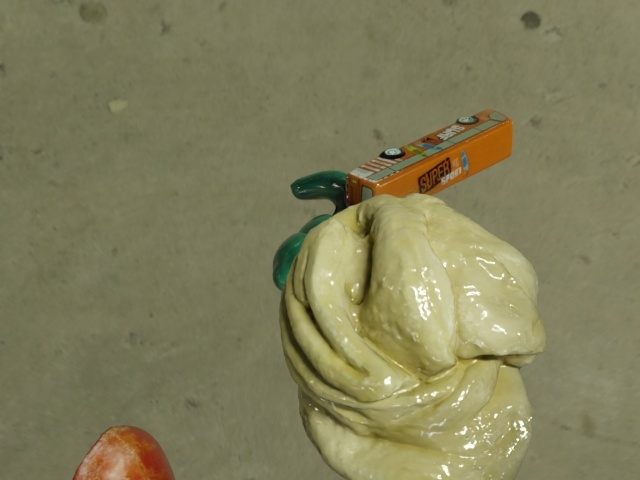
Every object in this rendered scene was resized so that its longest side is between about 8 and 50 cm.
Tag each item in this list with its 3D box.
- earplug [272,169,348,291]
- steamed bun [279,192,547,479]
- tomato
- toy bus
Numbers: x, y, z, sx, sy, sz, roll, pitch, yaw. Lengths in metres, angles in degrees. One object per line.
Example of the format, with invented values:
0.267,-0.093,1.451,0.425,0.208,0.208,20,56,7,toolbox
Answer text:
0.000,-0.007,1.862,0.280,0.164,0.257,-33,82,-40,earplug
0.098,0.124,1.192,0.325,0.230,0.372,12,89,24,steamed bun
-0.316,0.426,1.665,0.140,0.200,0.233,12,55,22,tomato
0.214,-0.147,1.888,0.409,0.093,0.092,-27,36,-35,toy bus
